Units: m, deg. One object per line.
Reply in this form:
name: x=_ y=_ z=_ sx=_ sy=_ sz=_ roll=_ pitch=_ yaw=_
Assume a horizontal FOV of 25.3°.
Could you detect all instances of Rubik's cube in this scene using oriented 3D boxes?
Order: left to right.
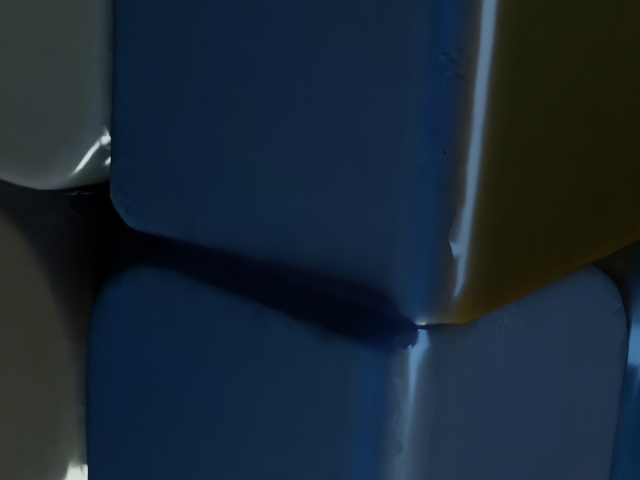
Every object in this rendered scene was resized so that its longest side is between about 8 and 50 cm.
Rubik's cube: x=0.000 y=0.000 z=0.558 sx=0.346 sy=0.347 sz=0.344 roll=-16 pitch=116 yaw=-47
